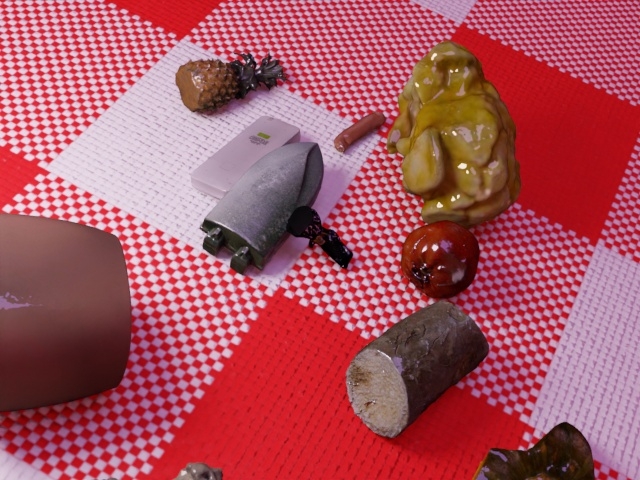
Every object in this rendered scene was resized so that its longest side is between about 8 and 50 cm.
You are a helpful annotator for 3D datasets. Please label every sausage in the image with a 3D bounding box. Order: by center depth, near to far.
[{"bbox_3d":[0.080,-0.231,2.016,0.042,0.036,0.158,10,37,41],"label":"sausage"}]

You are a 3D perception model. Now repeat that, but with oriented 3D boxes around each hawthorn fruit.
[{"bbox_3d":[0.232,0.028,1.775,0.148,0.148,0.172,38,43,17],"label":"hawthorn fruit"}]

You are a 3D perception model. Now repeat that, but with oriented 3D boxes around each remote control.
[{"bbox_3d":[-0.145,-0.167,1.890,0.103,0.034,0.250,23,47,24],"label":"remote control"}]

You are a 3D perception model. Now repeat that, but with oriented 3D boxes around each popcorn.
[{"bbox_3d":[0.279,-0.192,1.876,0.294,0.292,0.334,-5,57,-25],"label":"popcorn"}]

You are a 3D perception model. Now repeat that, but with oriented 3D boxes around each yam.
[{"bbox_3d":[0.164,0.203,1.607,0.254,0.154,0.154,-32,65,-31],"label":"yam"}]

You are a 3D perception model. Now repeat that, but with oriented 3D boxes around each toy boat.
[{"bbox_3d":[-0.090,-0.079,1.793,0.141,0.092,0.319,34,59,7],"label":"toy boat"}]

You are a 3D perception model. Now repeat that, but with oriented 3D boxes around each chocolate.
[{"bbox_3d":[0.000,-0.003,1.759,0.070,0.147,0.072,-17,49,25],"label":"chocolate"}]

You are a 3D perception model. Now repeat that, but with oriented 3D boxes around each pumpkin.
[{"bbox_3d":[0.352,0.425,1.502,0.258,0.095,0.290,-2,55,-22],"label":"pumpkin"}]

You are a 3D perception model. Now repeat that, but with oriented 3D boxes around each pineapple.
[{"bbox_3d":[-0.181,-0.343,1.994,0.251,0.125,0.125,-20,58,-36],"label":"pineapple"}]

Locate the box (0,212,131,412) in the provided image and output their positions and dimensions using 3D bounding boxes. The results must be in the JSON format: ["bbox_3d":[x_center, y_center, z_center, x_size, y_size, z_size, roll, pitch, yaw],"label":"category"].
[{"bbox_3d":[-0.417,0.106,1.450,0.216,0.301,0.301,-1,51,-26],"label":"box"}]

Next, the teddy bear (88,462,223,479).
[{"bbox_3d":[-0.320,0.442,1.236,0.368,0.224,0.357,13,35,-2],"label":"teddy bear"}]
